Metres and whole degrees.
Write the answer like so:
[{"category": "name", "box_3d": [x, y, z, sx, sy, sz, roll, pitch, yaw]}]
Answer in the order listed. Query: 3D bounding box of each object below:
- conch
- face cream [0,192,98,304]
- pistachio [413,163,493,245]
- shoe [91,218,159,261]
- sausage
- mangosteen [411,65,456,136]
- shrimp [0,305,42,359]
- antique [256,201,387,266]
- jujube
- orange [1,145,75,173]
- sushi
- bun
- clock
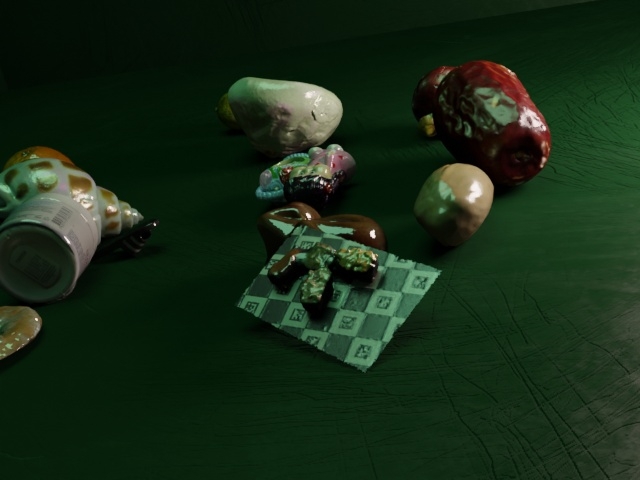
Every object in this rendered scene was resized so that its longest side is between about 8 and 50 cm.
[{"category": "conch", "box_3d": [-0.578, -0.049, 1.813, 0.368, 0.249, 0.197, 5, -4, 2]}, {"category": "face cream", "box_3d": [-0.533, 0.014, 1.647, 0.177, 0.177, 0.153, -10, 24, 6]}, {"category": "pistachio", "box_3d": [0.237, -0.067, 1.491, 0.136, 0.135, 0.226, -1, 16, 26]}, {"category": "shoe", "box_3d": [-0.395, 0.011, 1.762, 0.179, 0.049, 0.071, -27, 13, 17]}, {"category": "sausage", "box_3d": [-0.151, -0.380, 2.437, 0.347, 0.123, 0.123, -1, 25, 26]}, {"category": "mangosteen", "box_3d": [0.299, -0.321, 2.038, 0.166, 0.166, 0.180, -7, 50, 13]}, {"category": "shrimp", "box_3d": [-0.596, 0.186, 1.417, 0.168, 0.077, 0.317, 2, 24, 26]}, {"category": "antique", "box_3d": [0.000, 0.000, 1.477, 0.257, 0.121, 0.143, 12, 33, 42]}, {"category": "jujube", "box_3d": [0.346, -0.234, 1.728, 0.223, 0.223, 0.318, -14, 32, -4]}, {"category": "orange", "box_3d": [-0.647, -0.119, 1.993, 0.206, 0.206, 0.206, -11, 23, 5]}, {"category": "sushi", "box_3d": [0.011, 0.060, 1.276, 0.280, 0.043, 0.192, 22, 63, 39]}, {"category": "bun", "box_3d": [-0.096, -0.299, 2.151, 0.293, 0.187, 0.293, 6, 1, 0]}, {"category": "clock", "box_3d": [-0.037, -0.123, 1.817, 0.194, 0.100, 0.195, -8, 20, 21]}]
